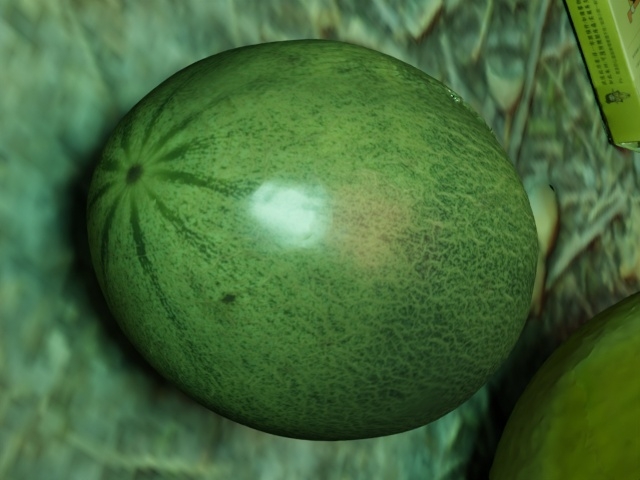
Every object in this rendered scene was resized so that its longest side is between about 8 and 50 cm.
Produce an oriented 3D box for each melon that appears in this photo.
[{"bbox_3d":[0.000,0.000,0.394,0.131,0.098,0.098,24,69,-56],"label":"melon"}]

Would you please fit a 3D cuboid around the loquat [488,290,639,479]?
[{"bbox_3d":[0.148,0.113,0.524,0.213,0.213,0.213,3,87,-55],"label":"loquat"}]

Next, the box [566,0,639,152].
[{"bbox_3d":[0.116,-0.114,0.634,0.073,0.020,0.149,-55,132,-42],"label":"box"}]
